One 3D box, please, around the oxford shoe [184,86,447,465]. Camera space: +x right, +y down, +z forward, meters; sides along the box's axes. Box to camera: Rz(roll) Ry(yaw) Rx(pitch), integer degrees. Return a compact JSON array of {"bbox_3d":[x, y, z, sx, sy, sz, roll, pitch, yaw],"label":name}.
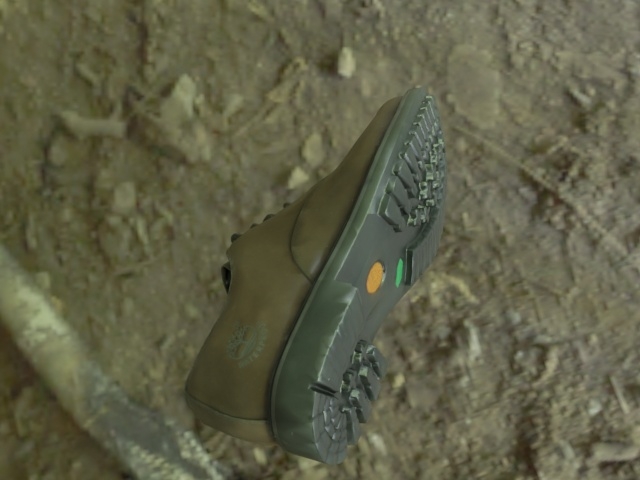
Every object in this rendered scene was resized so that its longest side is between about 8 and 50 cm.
[{"bbox_3d":[0.000,0.000,0.610,0.096,0.227,0.083,6,133,27],"label":"oxford shoe"}]
